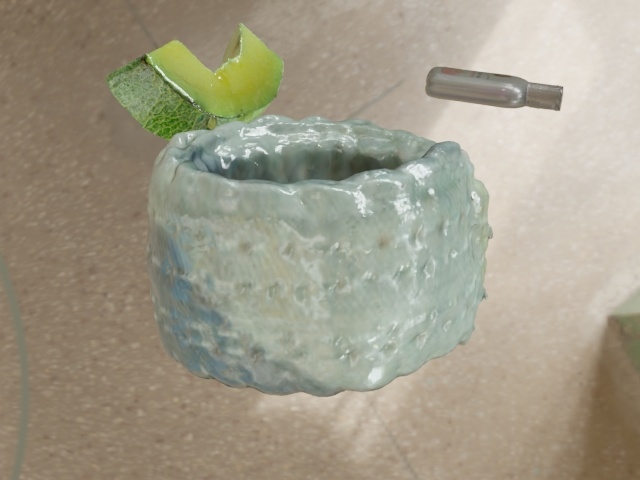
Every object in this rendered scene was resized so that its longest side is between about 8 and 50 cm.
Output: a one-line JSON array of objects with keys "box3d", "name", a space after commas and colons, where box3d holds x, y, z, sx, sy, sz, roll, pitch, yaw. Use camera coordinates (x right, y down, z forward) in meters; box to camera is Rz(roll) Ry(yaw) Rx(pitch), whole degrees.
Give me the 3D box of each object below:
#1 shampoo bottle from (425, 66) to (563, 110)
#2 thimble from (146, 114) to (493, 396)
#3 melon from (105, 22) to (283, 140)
[{"box3d": [0.215, -0.186, 1.551, 0.165, 0.080, 0.040, 9, 105, 13], "name": "shampoo bottle"}, {"box3d": [0.000, 0.000, 0.912, 0.250, 0.205, 0.172, 0, 113, -3], "name": "thimble"}, {"box3d": [-0.116, -0.165, 1.331, 0.209, 0.064, 0.118, -33, 94, -48], "name": "melon"}]
